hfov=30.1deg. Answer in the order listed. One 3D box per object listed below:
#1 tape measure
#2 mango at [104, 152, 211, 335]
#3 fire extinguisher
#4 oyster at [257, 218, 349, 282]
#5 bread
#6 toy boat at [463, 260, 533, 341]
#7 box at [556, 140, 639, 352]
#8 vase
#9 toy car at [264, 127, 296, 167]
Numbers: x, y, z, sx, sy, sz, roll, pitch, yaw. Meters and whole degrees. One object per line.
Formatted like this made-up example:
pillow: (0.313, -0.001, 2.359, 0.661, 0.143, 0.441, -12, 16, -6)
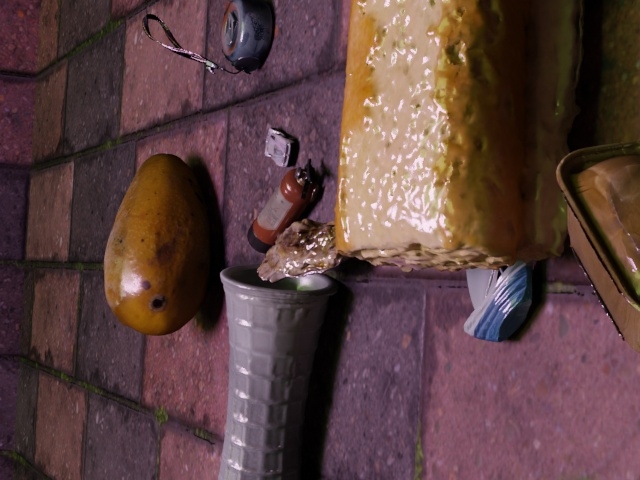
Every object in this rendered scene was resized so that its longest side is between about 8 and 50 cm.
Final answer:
tape measure: (-0.161, -0.304, 1.684, 0.104, 0.179, 0.107, -95, 20, -57)
mango: (-0.242, -0.003, 1.834, 0.176, 0.175, 0.329, -23, 45, 39)
fire extinguisher: (-0.042, -0.044, 1.520, 0.177, 0.050, 0.062, 127, 158, -50)
oyster: (0.002, 0.001, 1.375, 0.165, 0.108, 0.053, -7, 110, 37)
bread: (0.116, -0.159, 1.057, 0.236, 0.165, 0.375, -9, 77, 62)
toy boat: (0.150, 0.036, 1.113, 0.149, 0.034, 0.105, 45, 122, 56)
box: (0.239, 0.000, 0.854, 0.177, 0.111, 0.111, -110, 34, -41)
vase: (-0.062, 0.189, 1.443, 0.143, 0.143, 0.299, -151, 64, -63)
toy car: (-0.058, -0.126, 1.597, 0.093, 0.025, 0.041, 36, 118, 61)
